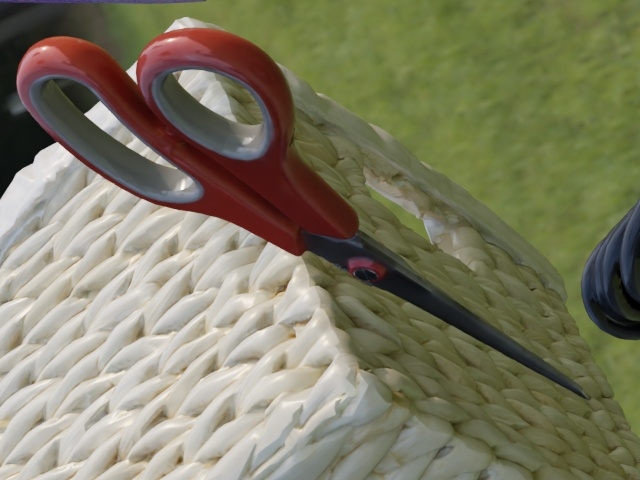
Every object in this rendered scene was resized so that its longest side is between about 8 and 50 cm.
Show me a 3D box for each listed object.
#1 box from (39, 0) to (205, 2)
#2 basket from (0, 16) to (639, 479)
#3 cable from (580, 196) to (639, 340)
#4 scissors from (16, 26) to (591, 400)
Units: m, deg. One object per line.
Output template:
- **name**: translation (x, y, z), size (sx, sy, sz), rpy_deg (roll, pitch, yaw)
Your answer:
- **box**: translation (-0.197, -0.276, 1.405), size (0.293, 0.057, 0.201), rpy_deg (-10, -80, -54)
- **basket**: translation (-0.037, 0.131, 0.987), size (0.328, 0.331, 0.266), rpy_deg (32, -157, -41)
- **cable**: translation (0.158, -0.030, 0.605), size (0.047, 0.184, 0.150), rpy_deg (50, -168, 13)
- **scissors**: translation (0.000, 0.000, 0.781), size (0.297, 0.109, 0.021), rpy_deg (41, -131, -42)
